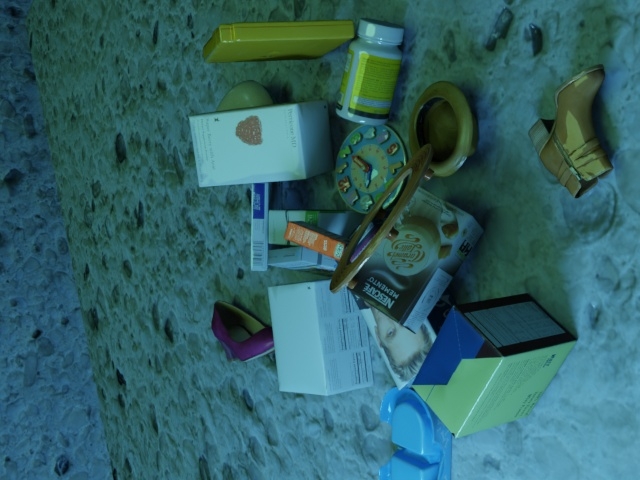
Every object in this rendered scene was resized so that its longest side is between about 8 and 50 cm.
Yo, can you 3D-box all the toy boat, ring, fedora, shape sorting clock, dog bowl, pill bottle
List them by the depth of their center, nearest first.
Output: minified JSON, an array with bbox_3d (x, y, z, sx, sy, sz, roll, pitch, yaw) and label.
[{"bbox_3d":[0.120,-0.037,1.471,0.032,0.337,0.336,35,133,-5],"label":"ring"},{"bbox_3d":[0.254,-0.216,1.526,0.194,0.079,0.194,-3,86,58],"label":"fedora"},{"bbox_3d":[0.207,0.455,1.666,0.166,0.074,0.297,9,100,53],"label":"dog bowl"},{"bbox_3d":[0.110,-0.364,1.672,0.119,0.119,0.209,37,122,46],"label":"pill bottle"},{"bbox_3d":[0.110,-0.162,1.745,0.206,0.040,0.206,1,91,47],"label":"shape sorting clock"},{"bbox_3d":[-0.190,-0.393,2.077,0.267,0.148,0.318,-8,95,59],"label":"toy boat"}]

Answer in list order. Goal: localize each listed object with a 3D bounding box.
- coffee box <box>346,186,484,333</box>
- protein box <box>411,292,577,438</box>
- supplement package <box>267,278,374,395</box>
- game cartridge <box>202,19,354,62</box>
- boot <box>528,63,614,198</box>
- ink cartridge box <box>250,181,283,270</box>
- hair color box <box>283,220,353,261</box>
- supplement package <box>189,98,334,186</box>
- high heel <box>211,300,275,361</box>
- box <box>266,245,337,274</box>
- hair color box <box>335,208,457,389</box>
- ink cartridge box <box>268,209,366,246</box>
[{"bbox_3d":[0.186,0.037,1.515,0.141,0.098,0.247,32,88,32],"label":"coffee box"},{"bbox_3d":[0.309,0.220,1.394,0.136,0.201,0.200,49,131,39],"label":"protein box"},{"bbox_3d":[-0.003,0.227,1.866,0.204,0.145,0.262,-10,85,53],"label":"supplement package"},{"bbox_3d":[-0.104,-0.445,1.733,0.323,0.285,0.053,-167,72,-74],"label":"game cartridge"},{"bbox_3d":[0.441,-0.179,1.287,0.152,0.072,0.197,65,151,27],"label":"boot"},{"bbox_3d":[-0.137,-0.048,1.984,0.224,0.045,0.223,-46,-42,-80],"label":"ink cartridge box"},{"bbox_3d":[0.000,0.000,1.670,0.141,0.072,0.043,21,100,21],"label":"hair color box"},{"bbox_3d":[-0.138,-0.234,1.863,0.292,0.175,0.178,-2,101,25],"label":"supplement package"},{"bbox_3d":[-0.211,0.237,2.154,0.377,0.127,0.181,-21,87,56],"label":"high heel"},{"bbox_3d":[-0.010,0.052,1.819,0.145,0.186,0.038,-8,74,53],"label":"box"},{"bbox_3d":[0.172,0.120,1.652,0.174,0.105,0.347,-53,53,42],"label":"hair color box"},{"bbox_3d":[-0.009,-0.030,1.839,0.208,0.153,0.087,4,94,52],"label":"ink cartridge box"}]
